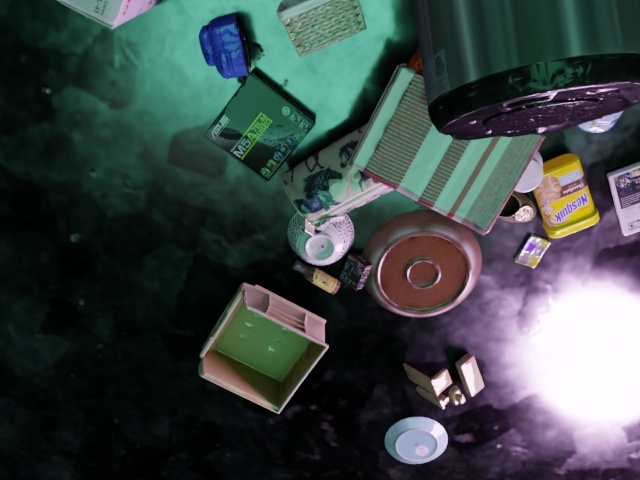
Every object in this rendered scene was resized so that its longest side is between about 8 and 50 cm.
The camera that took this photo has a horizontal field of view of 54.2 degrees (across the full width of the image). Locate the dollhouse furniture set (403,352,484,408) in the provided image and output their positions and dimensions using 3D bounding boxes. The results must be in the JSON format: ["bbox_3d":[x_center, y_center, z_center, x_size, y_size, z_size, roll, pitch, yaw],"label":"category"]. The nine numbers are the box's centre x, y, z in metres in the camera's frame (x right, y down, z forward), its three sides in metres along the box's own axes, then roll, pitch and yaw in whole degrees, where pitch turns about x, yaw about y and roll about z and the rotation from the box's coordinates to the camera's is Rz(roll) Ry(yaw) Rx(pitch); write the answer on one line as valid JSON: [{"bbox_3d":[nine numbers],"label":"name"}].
[{"bbox_3d":[0.344,0.378,1.748,0.151,0.123,0.144,-34,116,-21],"label":"dollhouse furniture set"}]

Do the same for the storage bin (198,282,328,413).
[{"bbox_3d":[-0.155,0.282,1.664,0.260,0.123,0.262,28,115,-12],"label":"storage bin"}]

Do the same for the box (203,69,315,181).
[{"bbox_3d":[-0.138,-0.259,1.435,0.184,0.045,0.191,36,112,-17],"label":"box"}]

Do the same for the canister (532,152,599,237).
[{"bbox_3d":[0.568,-0.106,1.471,0.126,0.073,0.170,-23,112,12],"label":"canister"}]

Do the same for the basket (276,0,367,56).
[{"bbox_3d":[0.006,-0.463,1.291,0.167,0.113,0.103,-19,119,11],"label":"basket"}]

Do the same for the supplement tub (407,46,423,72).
[{"bbox_3d":[0.286,-0.347,1.335,0.190,0.117,0.117,32,113,-14],"label":"supplement tub"}]

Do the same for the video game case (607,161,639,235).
[{"bbox_3d":[0.797,-0.117,1.486,0.190,0.022,0.173,-21,115,13],"label":"video game case"}]

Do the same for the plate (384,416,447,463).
[{"bbox_3d":[0.286,0.604,1.865,0.188,0.024,0.188,1,116,1],"label":"plate"}]

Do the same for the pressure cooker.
[{"bbox_3d":[0.334,-0.402,1.020,0.370,0.375,0.420,-11,85,40],"label":"pressure cooker"}]

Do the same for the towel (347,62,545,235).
[{"bbox_3d":[0.252,-0.183,1.275,0.329,0.037,0.237,27,108,-1],"label":"towel"}]

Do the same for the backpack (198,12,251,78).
[{"bbox_3d":[-0.201,-0.408,1.335,0.101,0.098,0.120,-12,125,6],"label":"backpack"}]

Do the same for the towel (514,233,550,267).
[{"bbox_3d":[0.534,0.029,1.574,0.060,0.009,0.083,21,116,-8],"label":"towel"}]

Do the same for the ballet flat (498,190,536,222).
[{"bbox_3d":[0.404,-0.101,1.486,0.250,0.058,0.084,25,116,-10],"label":"ballet flat"}]

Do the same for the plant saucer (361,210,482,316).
[{"bbox_3d":[0.257,0.075,1.588,0.310,0.050,0.311,0,117,1],"label":"plant saucer"}]

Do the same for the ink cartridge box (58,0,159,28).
[{"bbox_3d":[-0.358,-0.543,1.153,0.131,0.306,0.226,25,114,-10],"label":"ink cartridge box"}]

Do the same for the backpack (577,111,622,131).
[{"bbox_3d":[0.608,-0.295,1.368,0.105,0.084,0.114,8,119,0],"label":"backpack"}]

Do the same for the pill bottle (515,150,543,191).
[{"bbox_3d":[0.427,-0.174,1.378,0.103,0.184,0.103,1,116,2],"label":"pill bottle"}]

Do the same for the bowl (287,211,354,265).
[{"bbox_3d":[0.000,0.000,1.540,0.170,0.080,0.170,1,116,1],"label":"bowl"}]

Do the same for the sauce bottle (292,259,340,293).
[{"bbox_3d":[-0.011,0.093,1.608,0.128,0.042,0.042,29,114,-14],"label":"sauce bottle"}]

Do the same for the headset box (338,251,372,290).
[{"bbox_3d":[0.090,0.075,1.583,0.062,0.032,0.083,37,119,31],"label":"headset box"}]

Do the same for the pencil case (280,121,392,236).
[{"bbox_3d":[0.120,-0.167,1.396,0.410,0.183,0.160,-27,153,14],"label":"pencil case"}]
